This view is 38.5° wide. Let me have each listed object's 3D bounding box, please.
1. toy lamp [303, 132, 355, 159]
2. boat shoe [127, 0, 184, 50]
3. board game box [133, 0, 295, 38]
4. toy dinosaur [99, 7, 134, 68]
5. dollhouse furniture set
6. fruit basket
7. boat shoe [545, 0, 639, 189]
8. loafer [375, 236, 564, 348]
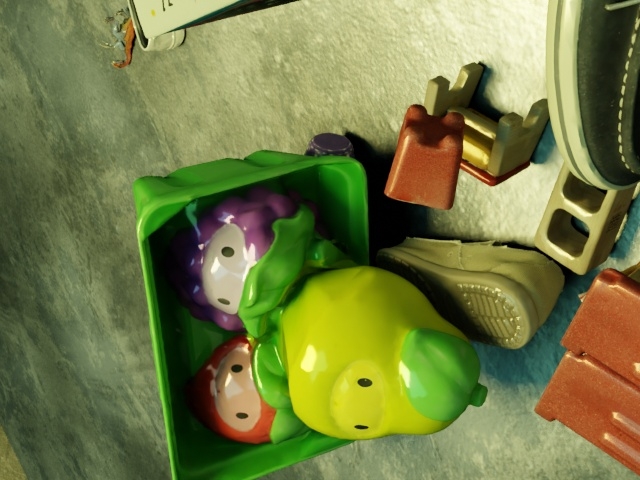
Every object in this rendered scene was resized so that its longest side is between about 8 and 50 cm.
[{"bbox_3d":[0.000,0.000,1.111,0.080,0.080,0.274,33,134,33],"label":"toy lamp"},{"bbox_3d":[-0.235,-0.338,1.198,0.066,0.063,0.184,9,116,45],"label":"boat shoe"},{"bbox_3d":[0.028,-0.252,0.708,0.224,0.303,0.097,-4,105,50],"label":"board game box"},{"bbox_3d":[-0.280,-0.281,1.299,0.090,0.047,0.082,11,136,33],"label":"toy dinosaur"},{"bbox_3d":[0.200,0.008,0.795,0.374,0.201,0.152,36,133,30],"label":"dollhouse furniture set"},{"bbox_3d":[-0.028,0.105,0.951,0.392,0.283,0.391,46,144,49],"label":"fruit basket"},{"bbox_3d":[0.284,-0.239,0.592,0.156,0.187,0.500,39,130,35],"label":"boat shoe"},{"bbox_3d":[0.153,0.048,0.960,0.268,0.092,0.101,17,128,60],"label":"loafer"}]
